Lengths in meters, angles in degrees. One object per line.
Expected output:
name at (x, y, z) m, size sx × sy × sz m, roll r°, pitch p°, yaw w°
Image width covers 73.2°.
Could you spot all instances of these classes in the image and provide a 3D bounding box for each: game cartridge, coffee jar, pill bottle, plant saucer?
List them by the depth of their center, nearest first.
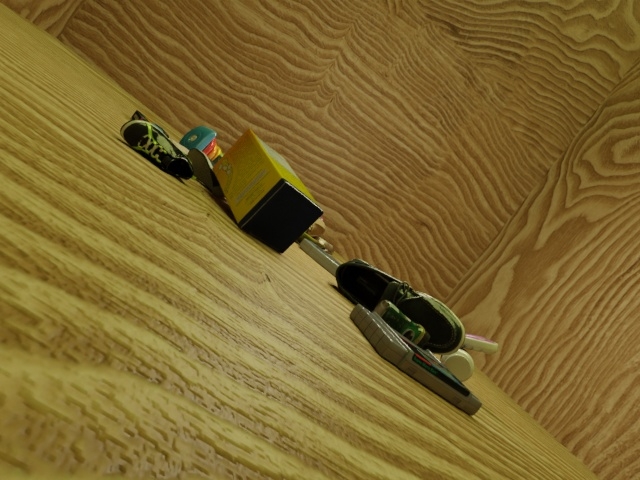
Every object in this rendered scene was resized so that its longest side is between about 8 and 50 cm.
game cartridge at (0.253, 0.312, 1.145) m, size 0.355 × 0.068 × 0.230 m, roll 37°, pitch -2°, yaw -23°
coffee jar at (0.240, 0.268, 1.308) m, size 0.184 × 0.096 × 0.079 m, roll 38°, pitch 5°, yaw -13°
pill bottle at (0.470, 0.428, 1.487) m, size 0.112 × 0.112 × 0.186 m, roll 39°, pitch 3°, yaw 17°
game cartridge at (0.038, 0.102, 1.977) m, size 0.294 × 0.060 × 0.196 m, roll 38°, pitch -1°, yaw 13°
plant saucer at (0.000, 0.000, 2.405) m, size 0.198 × 0.036 × 0.198 m, roll 35°, pitch 2°, yaw -2°

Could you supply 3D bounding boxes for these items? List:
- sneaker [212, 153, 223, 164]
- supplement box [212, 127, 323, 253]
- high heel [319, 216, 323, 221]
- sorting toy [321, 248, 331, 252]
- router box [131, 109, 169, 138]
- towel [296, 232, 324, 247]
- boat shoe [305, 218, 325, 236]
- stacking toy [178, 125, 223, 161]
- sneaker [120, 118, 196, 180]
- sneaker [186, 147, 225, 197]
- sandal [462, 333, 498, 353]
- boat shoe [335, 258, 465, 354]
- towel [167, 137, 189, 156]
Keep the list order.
sneaker at (-0.387, -0.298, 1.769) m, size 0.065 × 0.076 × 0.166 m, roll 41°, pitch 3°, yaw 20°
supplement box at (-0.179, -0.164, 1.388) m, size 0.194 × 0.195 × 0.356 m, roll 35°, pitch 15°, yaw -44°
high heel at (-0.040, -0.086, 2.540) m, size 0.181 × 0.127 × 0.377 m, roll 27°, pitch -10°, yaw -27°
sorting toy at (-0.033, 0.028, 2.422) m, size 0.196 × 0.047 × 0.347 m, roll 35°, pitch 1°, yaw 16°
router box at (-0.724, -0.482, 1.831) m, size 0.133 × 0.046 × 0.179 m, roll 36°, pitch 3°, yaw -38°
towel at (-0.083, -0.014, 2.080) m, size 0.102 × 0.021 × 0.237 m, roll -7°, pitch -27°, yaw 35°
boat shoe at (-0.099, -0.066, 2.206) m, size 0.341 × 0.122 × 0.110 m, roll 12°, pitch 32°, yaw -41°
stacking toy at (-0.510, -0.376, 2.031) m, size 0.165 × 0.175 × 0.302 m, roll 29°, pitch -16°, yaw 40°
sneaker at (-0.437, -0.247, 1.199) m, size 0.234 × 0.084 × 0.097 m, roll 36°, pitch 5°, yaw -44°
sneaker at (-0.382, -0.239, 1.588) m, size 0.226 × 0.086 × 0.163 m, roll 50°, pitch 15°, yaw 10°
sandal at (0.441, 0.319, 1.598) m, size 0.416 × 0.102 × 0.169 m, roll 13°, pitch -6°, yaw 16°
boat shoe at (0.249, 0.220, 1.464) m, size 0.500 × 0.187 × 0.156 m, roll 34°, pitch 5°, yaw 26°
towel at (-0.469, -0.281, 1.758) m, size 0.332 × 0.053 × 0.317 m, roll 37°, pitch 2°, yaw -33°
